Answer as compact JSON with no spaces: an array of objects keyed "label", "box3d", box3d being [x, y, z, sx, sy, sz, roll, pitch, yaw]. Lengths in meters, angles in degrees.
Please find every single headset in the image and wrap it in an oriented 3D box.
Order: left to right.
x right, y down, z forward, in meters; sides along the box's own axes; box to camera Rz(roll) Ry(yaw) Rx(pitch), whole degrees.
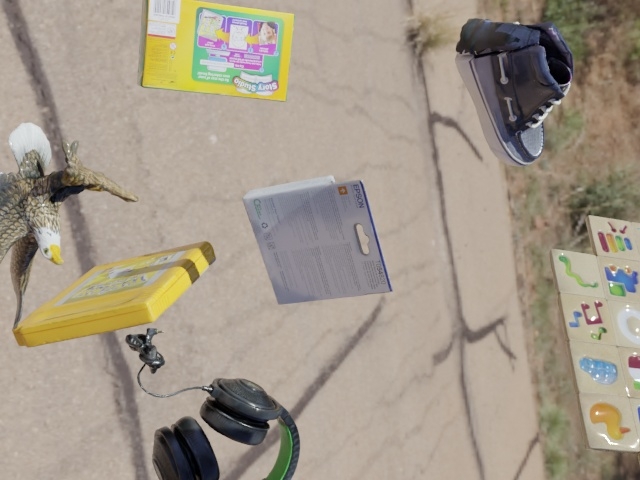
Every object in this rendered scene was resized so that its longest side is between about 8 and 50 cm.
[{"label":"headset","box3d":[-0.200,0.321,1.366,0.243,0.185,0.394,-41,123,-16]}]

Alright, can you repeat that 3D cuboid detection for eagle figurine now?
[{"label":"eagle figurine","box3d":[-0.469,-0.016,1.238,0.226,0.298,0.225,46,6,-25]}]

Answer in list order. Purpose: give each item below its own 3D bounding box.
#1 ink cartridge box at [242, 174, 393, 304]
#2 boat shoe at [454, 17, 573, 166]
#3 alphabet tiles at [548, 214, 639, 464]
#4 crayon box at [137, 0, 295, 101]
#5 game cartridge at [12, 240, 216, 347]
[{"label":"ink cartridge box","box3d":[0.000,0.000,1.366,0.045,0.223,0.223,-60,138,-58]},{"label":"boat shoe","box3d":[0.359,-0.236,1.338,0.340,0.158,0.127,45,64,-46]},{"label":"alphabet tiles","box3d":[0.394,0.126,0.847,0.011,0.285,0.343,115,-21,-54]},{"label":"crayon box","box3d":[-0.195,-0.357,1.473,0.081,0.278,0.165,-144,-122,-67]},{"label":"game cartridge","box3d":[-0.379,0.096,1.476,0.324,0.285,0.053,-55,130,-70]}]
